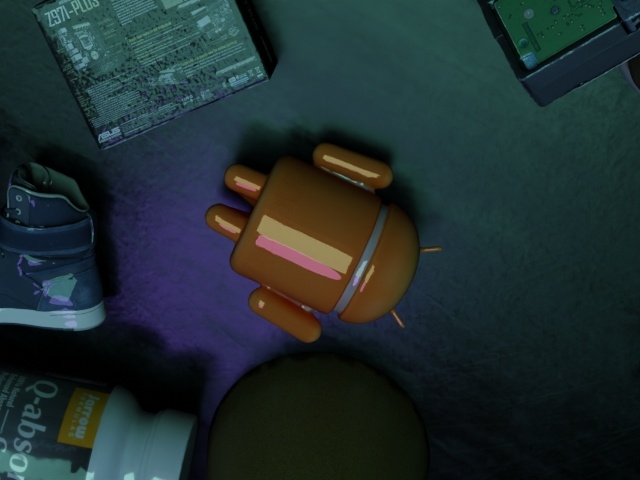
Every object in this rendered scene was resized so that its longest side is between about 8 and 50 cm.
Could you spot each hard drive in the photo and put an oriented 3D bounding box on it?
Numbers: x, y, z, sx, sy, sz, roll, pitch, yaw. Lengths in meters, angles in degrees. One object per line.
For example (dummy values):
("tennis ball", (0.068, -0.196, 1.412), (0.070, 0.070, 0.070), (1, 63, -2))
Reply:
("hard drive", (0.205, -0.302, 1.074), (0.237, 0.064, 0.339), (-31, 59, 15))

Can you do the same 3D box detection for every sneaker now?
("sneaker", (-0.327, 0.003, 1.312), (0.226, 0.086, 0.163), (0, 115, -1))

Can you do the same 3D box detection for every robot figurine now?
("robot figurine", (-0.001, 0.002, 1.271), (0.219, 0.158, 0.128), (24, 142, -4))

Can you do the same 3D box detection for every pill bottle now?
("pill bottle", (-0.273, 0.213, 1.345), (0.278, 0.162, 0.162), (11, 109, 1))

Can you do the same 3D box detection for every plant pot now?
("plant pot", (-0.010, 0.269, 1.296), (0.237, 0.254, 0.237), (1, 110, 3))

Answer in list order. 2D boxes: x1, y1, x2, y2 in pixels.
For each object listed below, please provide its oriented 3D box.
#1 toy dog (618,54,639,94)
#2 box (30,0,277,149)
("toy dog", (0.449, -0.174, 1.129), (0.407, 0.285, 0.395), (17, 127, 0))
("box", (-0.152, -0.189, 1.243), (0.180, 0.077, 0.147), (-22, 106, 11))
